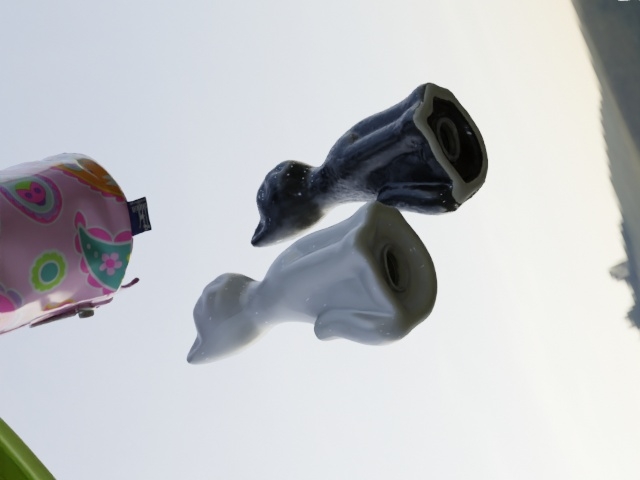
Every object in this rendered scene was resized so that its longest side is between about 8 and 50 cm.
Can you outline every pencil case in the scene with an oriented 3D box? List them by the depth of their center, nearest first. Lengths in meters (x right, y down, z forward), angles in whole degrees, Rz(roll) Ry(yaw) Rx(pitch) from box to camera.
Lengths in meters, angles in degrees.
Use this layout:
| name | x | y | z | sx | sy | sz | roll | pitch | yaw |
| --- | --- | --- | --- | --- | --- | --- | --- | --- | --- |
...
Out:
| name | x | y | z | sx | sy | sz | roll | pitch | yaw |
| --- | --- | --- | --- | --- | --- | --- | --- | --- | --- |
| pencil case | -0.250 | 0.027 | 0.752 | 0.284 | 0.124 | 0.124 | -23 | -91 | -45 |

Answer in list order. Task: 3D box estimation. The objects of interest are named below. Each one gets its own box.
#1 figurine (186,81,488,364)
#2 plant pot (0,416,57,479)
| name | x | y | z | sx | sy | sz | roll | pitch | yaw |
| --- | --- | --- | --- | --- | --- | --- | --- | --- | --- |
| figurine | 0.000 | 0.000 | 0.866 | 0.092 | 0.209 | 0.215 | 49 | -135 | -24 |
| plant pot | -0.349 | 0.304 | 0.997 | 0.228 | 0.207 | 0.227 | -15 | -136 | -43 |
